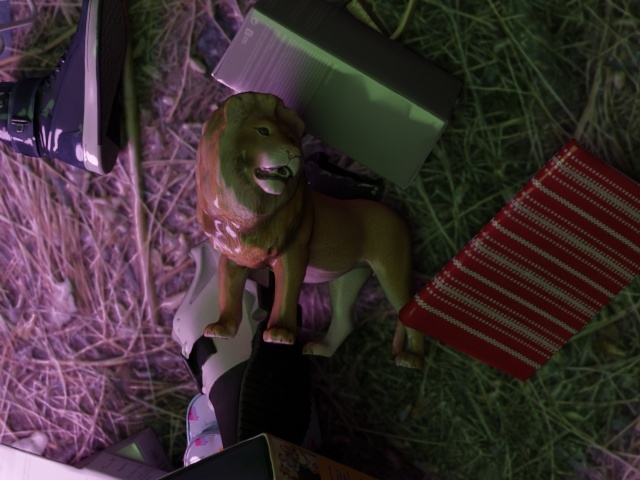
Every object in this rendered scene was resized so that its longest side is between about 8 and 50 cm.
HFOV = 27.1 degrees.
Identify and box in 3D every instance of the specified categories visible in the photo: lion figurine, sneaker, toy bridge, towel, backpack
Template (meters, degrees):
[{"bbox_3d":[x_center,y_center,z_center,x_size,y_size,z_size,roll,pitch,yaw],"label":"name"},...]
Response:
[{"bbox_3d":[0.000,0.000,1.408,0.142,0.392,0.240,2,80,33],"label":"lion figurine"},{"bbox_3d":[-0.021,-0.071,1.514,0.170,0.051,0.089,30,111,4],"label":"sneaker"},{"bbox_3d":[0.054,-0.238,1.456,0.188,0.026,0.063,-38,91,24],"label":"toy bridge"},{"bbox_3d":[-0.317,-0.198,1.556,0.163,0.086,0.226,13,111,13],"label":"sneaker"},{"bbox_3d":[0.235,0.029,1.406,0.199,0.031,0.275,27,117,-32],"label":"towel"},{"bbox_3d":[-0.098,0.131,1.495,0.146,0.122,0.330,-20,53,28],"label":"sneaker"},{"bbox_3d":[-0.080,0.249,1.567,0.166,0.144,0.188,-4,94,23],"label":"backpack"}]

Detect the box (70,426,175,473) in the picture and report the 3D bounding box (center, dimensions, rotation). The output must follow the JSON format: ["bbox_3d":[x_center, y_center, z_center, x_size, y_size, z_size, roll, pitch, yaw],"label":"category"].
[{"bbox_3d":[-0.297,0.408,1.724,0.322,0.058,0.232,-28,94,23],"label":"box"}]

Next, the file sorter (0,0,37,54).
[{"bbox_3d":[-0.453,-0.268,1.505,0.278,0.193,0.173,-37,87,30],"label":"file sorter"}]

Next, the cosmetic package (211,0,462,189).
[{"bbox_3d":[0.023,-0.170,1.407,0.238,0.127,0.107,34,119,-2],"label":"cosmetic package"}]

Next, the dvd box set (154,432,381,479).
[{"bbox_3d":[-0.056,0.339,1.460,0.308,0.420,0.062,-28,56,23],"label":"dvd box set"}]

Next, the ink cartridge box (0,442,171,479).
[{"bbox_3d":[-0.296,0.395,1.660,0.239,0.060,0.275,15,108,15],"label":"ink cartridge box"}]
